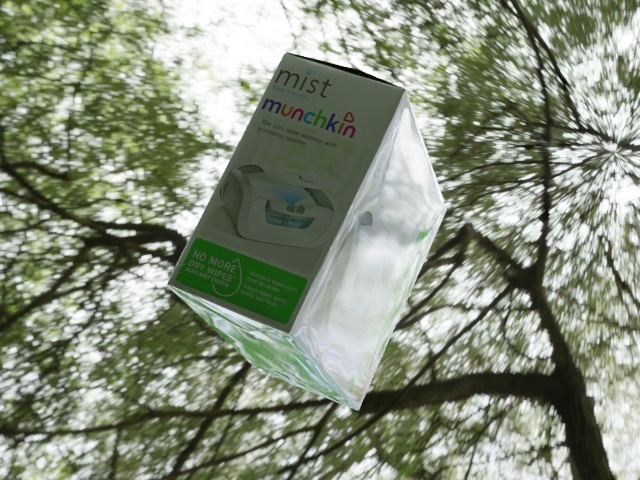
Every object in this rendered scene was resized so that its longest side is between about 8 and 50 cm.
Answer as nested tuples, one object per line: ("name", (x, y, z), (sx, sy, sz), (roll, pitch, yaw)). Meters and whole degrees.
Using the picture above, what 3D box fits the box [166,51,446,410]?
("box", (0.000, 0.000, 1.072), (0.126, 0.262, 0.231), (21, -106, 21))
